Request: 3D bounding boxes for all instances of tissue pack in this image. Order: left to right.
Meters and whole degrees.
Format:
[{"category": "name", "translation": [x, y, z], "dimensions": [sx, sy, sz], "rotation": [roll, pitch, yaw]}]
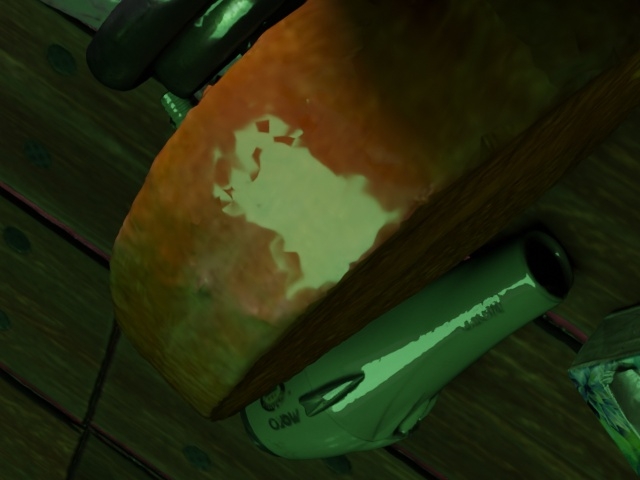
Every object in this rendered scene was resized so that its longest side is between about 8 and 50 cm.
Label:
[{"category": "tissue pack", "translation": [0.187, 0.092, 0.976], "dimensions": [0.085, 0.079, 0.111], "rotation": [-21, 110, 46]}]

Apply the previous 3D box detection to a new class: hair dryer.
[{"category": "hair dryer", "translation": [0.029, 0.009, 1.051], "dimensions": [0.219, 0.088, 0.224], "rotation": [-8, 104, 33]}]

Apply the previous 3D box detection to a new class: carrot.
[{"category": "carrot", "translation": [0.030, -0.031, 0.870], "dimensions": [0.100, 0.258, 0.307], "rotation": [54, 130, 13]}]

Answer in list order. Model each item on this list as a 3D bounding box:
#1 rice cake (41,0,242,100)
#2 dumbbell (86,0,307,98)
[{"category": "rice cake", "translation": [-0.168, -0.156, 1.013], "dimensions": [0.290, 0.051, 0.081], "rotation": [28, 137, -6]}, {"category": "dumbbell", "translation": [-0.078, -0.185, 0.865], "dimensions": [0.290, 0.192, 0.192], "rotation": [47, 138, -4]}]
